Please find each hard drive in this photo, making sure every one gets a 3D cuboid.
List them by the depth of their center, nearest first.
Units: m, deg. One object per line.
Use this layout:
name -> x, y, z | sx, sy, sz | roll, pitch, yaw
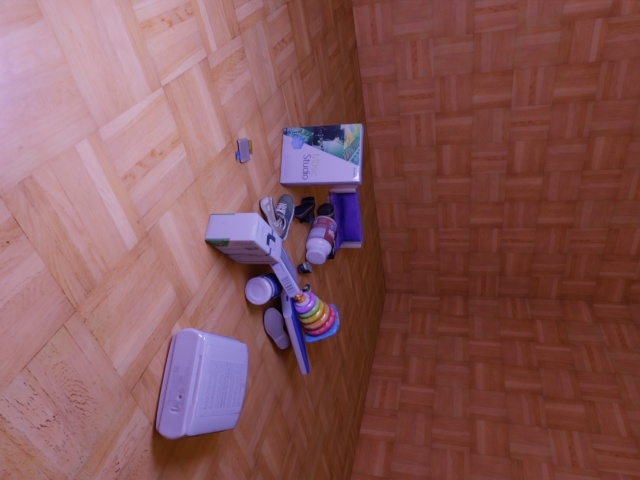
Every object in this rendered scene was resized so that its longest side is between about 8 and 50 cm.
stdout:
hard drive -> -0.104, 0.346, 1.816 | 0.210, 0.040, 0.319 | -107, -176, -56

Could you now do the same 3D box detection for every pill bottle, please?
pill bottle -> -0.184, 0.161, 1.582 | 0.169, 0.094, 0.094 | -15, 105, -72
pill bottle -> 0.000, 0.000, 2.127 | 0.121, 0.121, 0.216 | 72, 25, -45

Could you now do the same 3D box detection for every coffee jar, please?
coffee jar -> 0.035, -0.092, 2.310 | 0.096, 0.079, 0.185 | -61, 146, -58

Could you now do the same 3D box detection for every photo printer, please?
photo printer -> -0.292, 0.378, 1.216 | 0.307, 0.107, 0.256 | 47, 46, -67

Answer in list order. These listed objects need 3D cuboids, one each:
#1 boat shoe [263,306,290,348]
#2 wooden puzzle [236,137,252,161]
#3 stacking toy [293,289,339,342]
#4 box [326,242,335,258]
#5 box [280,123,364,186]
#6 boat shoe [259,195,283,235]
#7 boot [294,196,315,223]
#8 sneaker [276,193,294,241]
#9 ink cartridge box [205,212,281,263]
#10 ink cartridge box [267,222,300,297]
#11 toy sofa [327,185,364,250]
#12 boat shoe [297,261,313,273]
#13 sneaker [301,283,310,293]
boat shoe -> -0.172, 0.320, 1.719 | 0.065, 0.075, 0.206 | 43, -23, 52
wooden puzzle -> -0.250, -0.295, 1.494 | 0.116, 0.014, 0.079 | -32, 117, -70
stacking toy -> -0.055, 0.283, 1.961 | 0.302, 0.165, 0.175 | 55, 21, -37
box -> 0.039, 0.049, 2.354 | 0.052, 0.062, 0.083 | -69, 153, -52
box -> 0.005, -0.332, 1.796 | 0.058, 0.321, 0.233 | 31, 60, -74
boat shoe -> -0.165, -0.087, 1.646 | 0.056, 0.048, 0.153 | -74, 142, -69
boot -> -0.060, -0.110, 2.000 | 0.219, 0.082, 0.106 | -59, 143, -62
sneaker -> -0.146, -0.096, 1.743 | 0.086, 0.064, 0.192 | 53, 43, -71
ink cartridge box -> -0.221, -0.002, 1.363 | 0.208, 0.153, 0.087 | 55, 38, -64
ink cartridge box -> -0.148, 0.063, 1.603 | 0.223, 0.045, 0.224 | 61, 2, -17
toy sofa -> 0.145, -0.126, 2.547 | 0.177, 0.150, 0.363 | -61, 147, -59
boat shoe -> -0.067, 0.125, 2.054 | 0.049, 0.042, 0.133 | 68, 12, 13
sneaker -> -0.066, 0.224, 2.071 | 0.083, 0.031, 0.035 | -71, 154, -46
